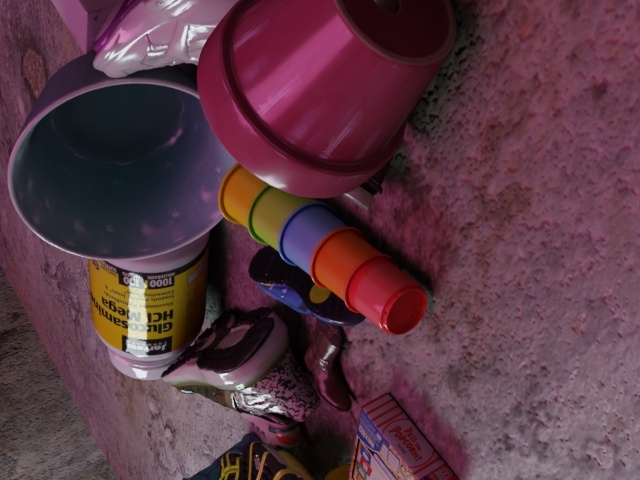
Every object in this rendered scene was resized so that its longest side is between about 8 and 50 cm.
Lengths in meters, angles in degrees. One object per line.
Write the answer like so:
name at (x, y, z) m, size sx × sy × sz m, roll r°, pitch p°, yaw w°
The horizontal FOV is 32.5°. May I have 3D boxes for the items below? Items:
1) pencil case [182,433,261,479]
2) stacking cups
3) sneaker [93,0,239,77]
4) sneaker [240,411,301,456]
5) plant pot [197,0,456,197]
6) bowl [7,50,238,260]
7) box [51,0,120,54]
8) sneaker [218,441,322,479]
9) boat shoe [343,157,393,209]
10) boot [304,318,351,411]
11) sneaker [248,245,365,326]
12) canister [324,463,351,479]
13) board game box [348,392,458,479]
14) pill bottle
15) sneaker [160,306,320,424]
pencil case at (-0.165, 0.401, 1.909) m, size 0.070 × 0.151 × 0.065 m, roll 4°, pitch 121°, yaw 52°
stacking cups at (0.000, 0.000, 1.269) m, size 0.316 × 0.096 × 0.096 m, roll 36°, pitch 143°, yaw 45°
sneaker at (-0.155, -0.227, 1.229) m, size 0.152 × 0.114 × 0.305 m, roll 35°, pitch 155°, yaw -23°
sneaker at (-0.079, 0.301, 1.753) m, size 0.161 × 0.057 × 0.075 m, roll 8°, pitch 114°, yaw 59°
plant pot at (0.017, -0.163, 0.974) m, size 0.180 × 0.201 × 0.201 m, roll -38°, pitch 78°, yaw 50°
bowl at (-0.267, -0.138, 1.486) m, size 0.312 × 0.311 × 0.163 m, roll 92°, pitch 164°, yaw -46°
box at (-0.299, -0.358, 1.489) m, size 0.170 × 0.130 × 0.091 m, roll 58°, pitch 154°, yaw 18°
sneaker at (-0.054, 0.378, 1.662) m, size 0.384 × 0.147 × 0.145 m, roll 163°, pitch 114°, yaw -73°
boat shoe at (0.006, -0.100, 1.190) m, size 0.081 × 0.069 × 0.227 m, roll 32°, pitch -178°, yaw -35°
boot at (0.018, 0.162, 1.454) m, size 0.106 × 0.037 × 0.114 m, roll 52°, pitch 149°, yaw 22°
sneaker at (-0.001, 0.065, 1.379) m, size 0.209 × 0.069 × 0.082 m, roll 21°, pitch 165°, yaw 46°
canister at (0.057, 0.416, 1.564) m, size 0.126 × 0.073 × 0.170 m, roll 43°, pitch 146°, yaw 42°
board game box at (0.100, 0.307, 1.404) m, size 0.147 × 0.045 × 0.194 m, roll 50°, pitch 152°, yaw 30°
pill bottle at (-0.274, 0.071, 1.756) m, size 0.188 × 0.187 × 0.334 m, roll 50°, pitch 149°, yaw 31°
sneaker at (-0.118, 0.219, 1.678) m, size 0.182 × 0.158 × 0.410 m, roll 50°, pitch 163°, yaw -9°
